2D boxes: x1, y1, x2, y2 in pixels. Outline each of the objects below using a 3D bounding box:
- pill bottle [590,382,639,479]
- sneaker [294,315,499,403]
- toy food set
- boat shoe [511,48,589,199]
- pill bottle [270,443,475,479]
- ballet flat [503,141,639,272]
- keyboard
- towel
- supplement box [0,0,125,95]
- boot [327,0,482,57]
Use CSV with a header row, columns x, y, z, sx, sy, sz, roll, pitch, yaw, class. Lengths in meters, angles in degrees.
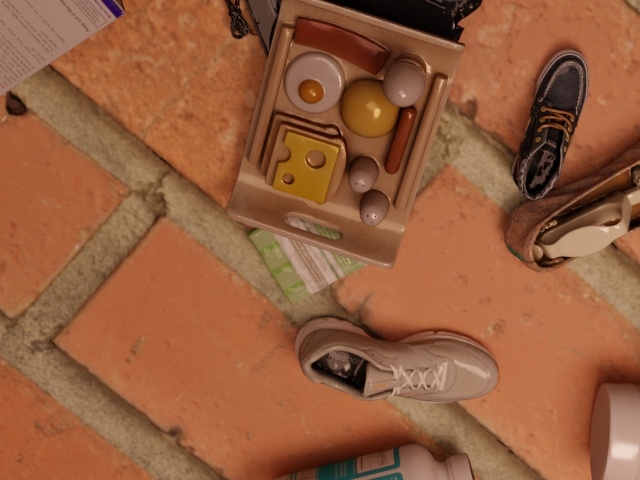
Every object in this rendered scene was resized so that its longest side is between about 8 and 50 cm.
x,y,z,sx,sy,sz,roll,pitch,yaw,class
0.488,0.256,1.763,0.283,0.160,0.160,5,105,2,pill bottle
0.095,0.169,1.774,0.262,0.121,0.099,6,106,0,sneaker
0.023,-0.128,1.666,0.220,0.092,0.306,18,118,2,toy food set
0.282,-0.137,1.703,0.065,0.083,0.183,16,105,-2,boat shoe
0.071,0.346,1.811,0.264,0.146,0.146,-14,104,7,pill bottle
0.375,-0.046,1.711,0.316,0.106,0.107,-29,114,10,ballet flat
-0.065,-0.289,1.707,0.108,0.023,0.180,-21,103,1,keyboard
0.000,0.000,1.786,0.152,0.023,0.113,-28,100,12,towel
-0.355,-0.269,1.658,0.220,0.111,0.114,-33,131,10,supplement box
0.105,-0.350,1.646,0.207,0.094,0.246,21,105,-5,boot
